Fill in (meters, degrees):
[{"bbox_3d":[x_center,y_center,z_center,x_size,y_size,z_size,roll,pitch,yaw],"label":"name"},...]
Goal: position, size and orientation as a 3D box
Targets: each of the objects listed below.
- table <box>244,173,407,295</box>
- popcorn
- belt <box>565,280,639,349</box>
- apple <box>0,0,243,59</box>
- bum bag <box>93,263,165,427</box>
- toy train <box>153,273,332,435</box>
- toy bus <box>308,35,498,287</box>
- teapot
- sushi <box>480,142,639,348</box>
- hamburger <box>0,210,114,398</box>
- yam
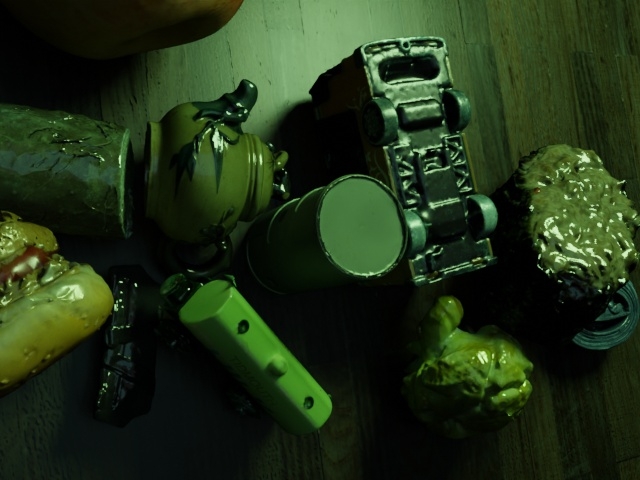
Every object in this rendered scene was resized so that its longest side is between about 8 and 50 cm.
[{"bbox_3d":[0.000,0.000,0.911,0.126,0.220,0.126,5,79,-26],"label":"table"},{"bbox_3d":[0.202,0.177,1.009,0.198,0.198,0.212,-28,88,-28],"label":"popcorn"},{"bbox_3d":[0.457,0.114,1.205,0.190,0.082,0.141,1,86,-26],"label":"belt"},{"bbox_3d":[-0.231,-0.377,0.791,0.364,0.364,0.364,5,79,-26],"label":"apple"},{"bbox_3d":[-0.235,0.127,0.868,0.087,0.049,0.197,19,68,-46],"label":"bum bag"},{"bbox_3d":[-0.087,0.138,0.860,0.105,0.157,0.253,-50,118,-24],"label":"toy train"},{"bbox_3d":[0.111,-0.103,1.004,0.162,0.194,0.323,-14,91,-28],"label":"toy bus"},{"bbox_3d":[-0.127,-0.068,0.887,0.183,0.173,0.269,2,112,-18],"label":"teapot"},{"bbox_3d":[0.355,-0.005,1.064,0.211,0.171,0.350,33,41,-1],"label":"sushi"},{"bbox_3d":[-0.344,0.083,0.720,0.244,0.244,0.163,-42,104,-27],"label":"hamburger"},{"bbox_3d":[-0.321,-0.081,0.801,0.254,0.154,0.154,11,76,-26],"label":"yam"}]
